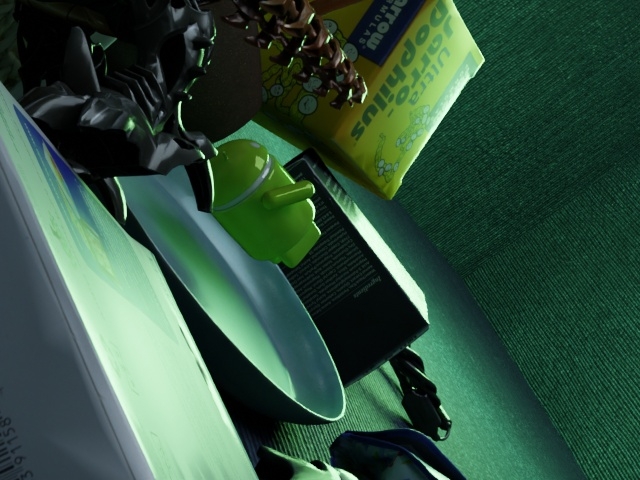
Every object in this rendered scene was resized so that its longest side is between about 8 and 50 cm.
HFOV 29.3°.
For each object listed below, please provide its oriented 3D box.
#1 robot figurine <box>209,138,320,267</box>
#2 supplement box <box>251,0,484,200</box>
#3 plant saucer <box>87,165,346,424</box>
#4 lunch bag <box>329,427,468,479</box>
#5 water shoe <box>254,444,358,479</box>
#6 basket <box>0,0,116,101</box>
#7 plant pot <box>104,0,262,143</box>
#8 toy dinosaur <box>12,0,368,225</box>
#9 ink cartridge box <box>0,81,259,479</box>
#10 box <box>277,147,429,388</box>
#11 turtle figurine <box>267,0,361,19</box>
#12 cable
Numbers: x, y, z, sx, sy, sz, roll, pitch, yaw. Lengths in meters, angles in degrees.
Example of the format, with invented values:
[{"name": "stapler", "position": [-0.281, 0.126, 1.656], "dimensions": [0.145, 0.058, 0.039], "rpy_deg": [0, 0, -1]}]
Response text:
[{"name": "robot figurine", "position": [-0.050, -0.031, 0.958], "dimensions": [0.115, 0.067, 0.101], "rpy_deg": [49, -19, -27]}, {"name": "supplement box", "position": [-0.036, -0.230, 1.330], "dimensions": [0.356, 0.194, 0.195], "rpy_deg": [32, -3, 26]}, {"name": "plant saucer", "position": [-0.092, 0.015, 0.921], "dimensions": [0.317, 0.043, 0.317], "rpy_deg": [52, 9, -11]}, {"name": "lunch bag", "position": [0.076, 0.210, 0.898], "dimensions": [0.129, 0.096, 0.151], "rpy_deg": [47, -5, -24]}, {"name": "water shoe", "position": [-0.013, 0.180, 0.642], "dimensions": [0.080, 0.073, 0.203], "rpy_deg": [26, 13, -12]}, {"name": "basket", "position": [-0.195, -0.171, 0.865], "dimensions": [0.103, 0.113, 0.167], "rpy_deg": [49, 9, -16]}, {"name": "plant pot", "position": [-0.144, -0.201, 1.080], "dimensions": [0.215, 0.215, 0.230], "rpy_deg": [-113, 180, -59]}, {"name": "toy dinosaur", "position": [-0.099, -0.132, 0.576], "dimensions": [0.322, 0.218, 0.164], "rpy_deg": [15, -16, -17]}, {"name": "ink cartridge box", "position": [-0.092, 0.049, 0.486], "dimensions": [0.165, 0.065, 0.333], "rpy_deg": [62, -3, 14]}, {"name": "box", "position": [0.006, 0.022, 1.219], "dimensions": [0.207, 0.108, 0.153], "rpy_deg": [53, 7, -4]}, {"name": "turtle figurine", "position": [-0.084, -0.221, 0.702], "dimensions": [0.269, 0.087, 0.217], "rpy_deg": [22, -17, 42]}, {"name": "cable", "position": [0.095, 0.134, 1.397], "dimensions": [0.184, 0.047, 0.150], "rpy_deg": [59, 7, -29]}]
